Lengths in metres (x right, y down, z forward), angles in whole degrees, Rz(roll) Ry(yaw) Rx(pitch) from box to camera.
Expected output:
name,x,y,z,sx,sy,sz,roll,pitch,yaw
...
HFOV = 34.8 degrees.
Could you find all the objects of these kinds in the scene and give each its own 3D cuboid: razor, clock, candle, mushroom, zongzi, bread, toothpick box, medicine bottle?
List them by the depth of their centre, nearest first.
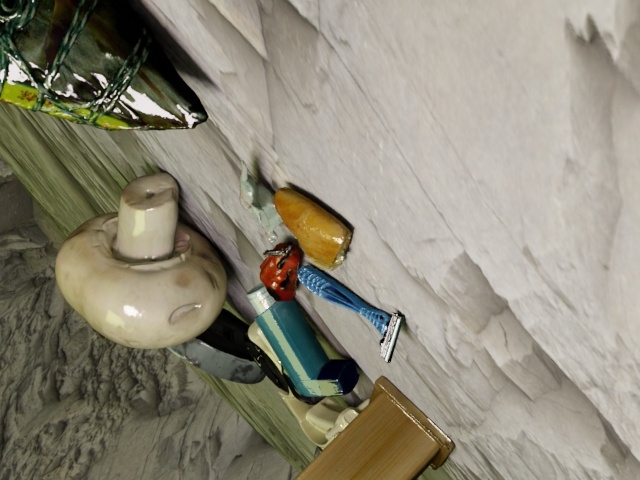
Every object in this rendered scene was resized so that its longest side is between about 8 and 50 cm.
name,x,y,z,sx,sy,sz,roll,pitch,yaw
bread,0.003,-0.008,1.465,0.154,0.054,0.136,51,161,-21
zongzi,-0.373,-0.273,1.516,0.383,0.319,0.362,33,167,-19
razor,0.046,0.102,1.627,0.253,0.042,0.082,32,115,45
candle,-0.066,0.050,1.763,0.084,0.059,0.301,34,165,1
toothpick box,0.070,0.434,1.873,0.187,0.308,0.190,43,161,14
medicine bottle,-0.039,0.190,1.943,0.124,0.079,0.258,-26,99,41
mushroom,-0.379,0.061,2.103,0.353,0.325,0.353,-23,-90,-86
clock,-0.018,0.317,2.138,0.379,0.120,0.276,54,159,-9
clock,-0.251,0.219,2.341,0.325,0.067,0.325,27,-171,-5

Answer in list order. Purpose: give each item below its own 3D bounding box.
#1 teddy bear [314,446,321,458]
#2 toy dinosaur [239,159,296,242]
name,x,y,z,sx,sy,sz,roll,pitch,yaw
teddy bear,0.082,0.515,2.328,0.251,0.144,0.171,5,139,53
toy dinosaur,-0.100,-0.068,1.572,0.167,0.053,0.242,43,173,38
